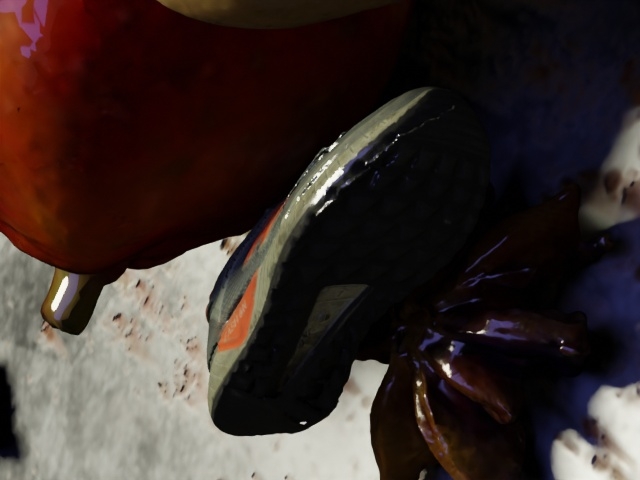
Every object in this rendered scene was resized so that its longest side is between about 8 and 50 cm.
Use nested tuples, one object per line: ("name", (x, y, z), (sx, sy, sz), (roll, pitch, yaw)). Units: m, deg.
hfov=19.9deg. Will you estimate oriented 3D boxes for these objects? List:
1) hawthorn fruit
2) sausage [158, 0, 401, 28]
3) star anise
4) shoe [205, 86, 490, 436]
("hawthorn fruit", (-0.084, -0.106, 0.844), (0.265, 0.265, 0.307), (9, 87, 50))
("sausage", (0.146, -0.220, 0.643), (0.501, 0.136, 0.123), (-35, 30, 13))
("star anise", (0.057, 0.038, 0.791), (0.168, 0.057, 0.167), (-19, 64, 43))
("shoe", (0.001, -0.001, 0.774), (0.194, 0.074, 0.077), (-58, 35, 36))
